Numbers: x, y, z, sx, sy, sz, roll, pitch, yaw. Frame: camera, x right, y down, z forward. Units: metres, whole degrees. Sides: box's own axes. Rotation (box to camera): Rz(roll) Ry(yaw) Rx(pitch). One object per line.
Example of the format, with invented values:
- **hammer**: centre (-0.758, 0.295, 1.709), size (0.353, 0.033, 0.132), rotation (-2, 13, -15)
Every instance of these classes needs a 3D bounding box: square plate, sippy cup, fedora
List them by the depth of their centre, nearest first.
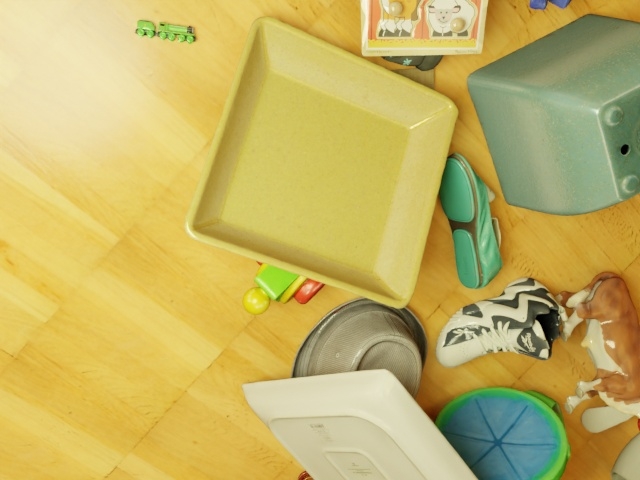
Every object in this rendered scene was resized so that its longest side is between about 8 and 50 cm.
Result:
- **square plate**: centre (0.067, 0.348, 1.008), size (0.344, 0.347, 0.049), rotation (52, 48, -19)
- **fedora**: centre (0.081, 0.236, 1.070), size (0.243, 0.124, 0.275), rotation (22, 101, -20)
- **sippy cup**: centre (0.332, 0.431, 1.158), size (0.305, 0.240, 0.224), rotation (-14, 122, 1)

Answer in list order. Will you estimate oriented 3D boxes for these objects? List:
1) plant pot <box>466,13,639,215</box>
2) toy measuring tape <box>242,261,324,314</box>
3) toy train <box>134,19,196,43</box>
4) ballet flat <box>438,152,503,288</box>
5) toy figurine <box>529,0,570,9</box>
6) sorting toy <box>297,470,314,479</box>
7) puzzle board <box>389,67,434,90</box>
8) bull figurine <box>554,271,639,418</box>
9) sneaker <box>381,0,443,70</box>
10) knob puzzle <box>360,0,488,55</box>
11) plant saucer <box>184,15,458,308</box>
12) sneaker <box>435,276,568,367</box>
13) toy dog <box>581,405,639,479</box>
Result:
- **plant pot**: centre (0.414, -0.179, 0.952), size (0.247, 0.252, 0.248), rotation (-27, 112, -4)
- **toy measuring tape**: centre (0.000, 0.000, 0.999), size (0.330, 0.121, 0.121), rotation (-44, 114, -20)
- **toy train**: centre (-0.215, -0.291, 0.878), size (0.083, 0.017, 0.024), rotation (3, 96, -15)
- **ballet flat**: centre (0.257, -0.040, 1.060), size (0.087, 0.083, 0.247), rotation (-28, 115, -31)
- **toy figurine**: centre (0.362, -0.463, 0.926), size (0.362, 0.191, 0.217), rotation (-50, 156, -19)
- **sorting toy**: centre (-0.004, 0.471, 1.170), size (0.102, 0.042, 0.061), rotation (41, 94, -23)
- **puzzle board**: centre (0.134, -0.206, 1.000), size (0.096, 0.011, 0.128), rotation (-8, 110, -13)
- **bull figurine**: centre (0.528, 0.216, 1.145), size (0.188, 0.101, 0.310), rotation (-12, 77, -10)
- **sneaker**: centre (0.141, -0.381, 0.896), size (0.106, 0.101, 0.267), rotation (3, 107, -13)
- **knob puzzle**: centre (0.142, -0.351, 0.854), size (0.213, 0.030, 0.213), rotation (1, 112, 3)
- **plant saucer**: centre (0.006, -0.103, 0.908), size (0.332, 0.081, 0.333), rotation (20, 76, -15)
- **sneaker**: centre (0.322, 0.166, 1.094), size (0.235, 0.153, 0.094), rotation (-27, 111, -5)
- **toy dog**: centre (0.640, 0.407, 1.276), size (0.220, 0.161, 0.334), rotation (16, 95, -7)
